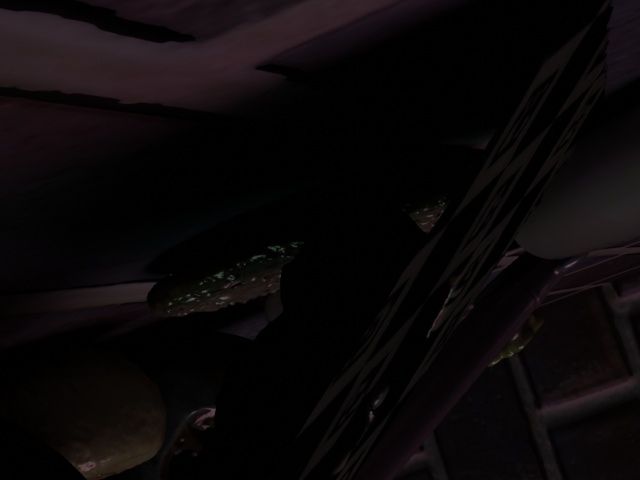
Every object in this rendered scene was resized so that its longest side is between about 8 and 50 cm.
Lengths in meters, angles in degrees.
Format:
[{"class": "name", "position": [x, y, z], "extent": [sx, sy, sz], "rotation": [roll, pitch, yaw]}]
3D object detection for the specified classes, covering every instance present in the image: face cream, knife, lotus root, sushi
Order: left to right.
[{"class": "lotus root", "position": [-0.097, 0.132, 1.016], "extent": [0.158, 0.140, 0.322], "rotation": [-43, -176, -19]}, {"class": "sushi", "position": [-0.007, 0.044, 0.532], "extent": [0.290, 0.050, 0.264], "rotation": [-56, 171, 3]}, {"class": "knife", "position": [0.074, 0.100, 1.075], "extent": [0.398, 0.038, 0.132], "rotation": [-42, -178, -41]}, {"class": "face cream", "position": [0.131, -0.030, 0.680], "extent": [0.072, 0.051, 0.182], "rotation": [-16, 174, -19]}]

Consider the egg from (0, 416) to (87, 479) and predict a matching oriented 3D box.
[{"class": "egg", "position": [-0.196, 0.188, 0.676], "extent": [0.250, 0.250, 0.322], "rotation": [-13, 156, -43]}]

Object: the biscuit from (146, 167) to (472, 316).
[{"class": "biscuit", "position": [0.000, 0.000, 0.685], "extent": [0.152, 0.020, 0.152], "rotation": [-20, 173, -3]}]

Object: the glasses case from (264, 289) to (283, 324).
[{"class": "glasses case", "position": [0.024, 0.037, 0.883], "extent": [0.092, 0.059, 0.233], "rotation": [-21, 173, 3]}]

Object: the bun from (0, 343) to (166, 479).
[{"class": "bun", "position": [-0.133, 0.089, 0.821], "extent": [0.115, 0.069, 0.115], "rotation": [-21, 173, -3]}]
